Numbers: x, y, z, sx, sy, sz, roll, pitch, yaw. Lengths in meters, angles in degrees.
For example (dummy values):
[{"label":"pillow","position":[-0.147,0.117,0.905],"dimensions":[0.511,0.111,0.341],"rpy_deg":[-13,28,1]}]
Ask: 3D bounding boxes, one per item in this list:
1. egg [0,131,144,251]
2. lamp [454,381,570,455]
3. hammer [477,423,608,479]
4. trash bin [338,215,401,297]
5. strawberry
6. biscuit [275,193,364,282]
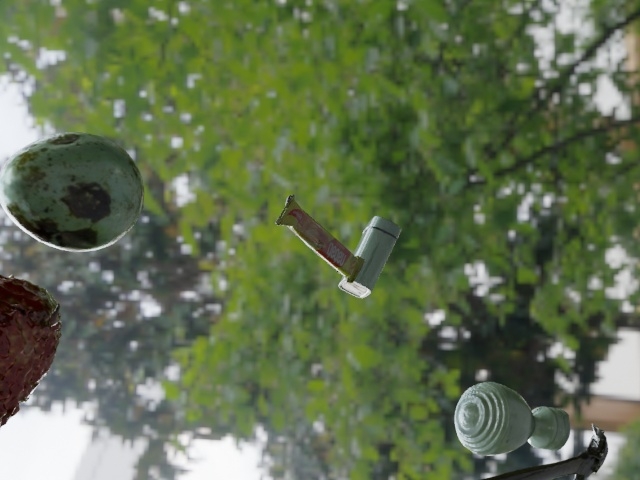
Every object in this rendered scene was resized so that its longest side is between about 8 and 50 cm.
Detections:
[{"label":"egg","position":[-0.350,-0.070,1.949],"dimensions":[0.231,0.169,0.169],"rpy_deg":[8,-97,-51]},{"label":"lamp","position":[0.278,0.265,2.021],"dimensions":[0.193,0.106,0.106],"rpy_deg":[15,-108,-34]},{"label":"hammer","position":[0.271,0.303,1.780],"dimensions":[0.297,0.027,0.125],"rpy_deg":[-4,-56,-45]},{"label":"trash bin","position":[0.088,0.031,2.526],"dimensions":[0.130,0.059,0.116],"rpy_deg":[-64,2,-13]},{"label":"strawberry","position":[-0.508,0.160,1.968],"dimensions":[0.343,0.292,0.292],"rpy_deg":[-34,-49,-25]},{"label":"biscuit","position":[0.000,0.000,2.092],"dimensions":[0.048,0.026,0.292],"rpy_deg":[-66,-28,-9]}]
